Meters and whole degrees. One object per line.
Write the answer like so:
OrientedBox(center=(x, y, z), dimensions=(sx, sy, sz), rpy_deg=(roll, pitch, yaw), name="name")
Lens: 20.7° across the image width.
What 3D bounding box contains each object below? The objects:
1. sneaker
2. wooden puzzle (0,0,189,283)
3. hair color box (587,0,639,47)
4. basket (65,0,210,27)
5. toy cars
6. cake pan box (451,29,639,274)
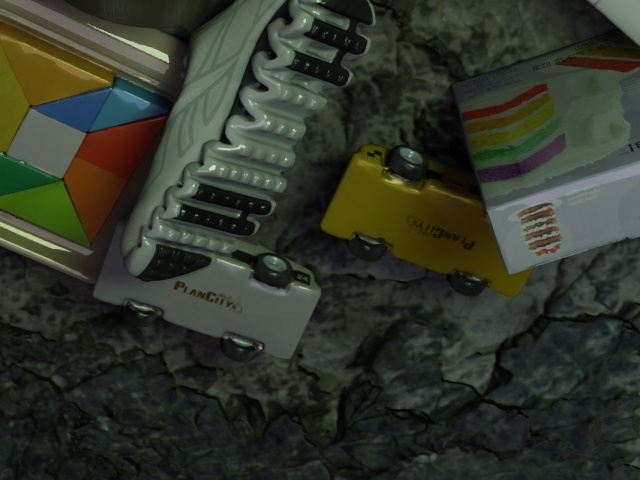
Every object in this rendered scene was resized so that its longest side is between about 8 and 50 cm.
OrientedBox(center=(-0.076, -0.098, 1.408), dimensions=(0.292, 0.118, 0.110), rpy_deg=(-56, 146, 8), name="sneaker")
OrientedBox(center=(-0.229, -0.092, 1.468), dimensions=(0.221, 0.044, 0.238), rpy_deg=(24, 116, -15), name="wooden puzzle")
OrientedBox(center=(0.188, -0.317, 1.323), dimensions=(0.347, 0.105, 0.174), rpy_deg=(37, 112, -21), name="hair color box")
OrientedBox(center=(-0.125, -0.288, 1.305), dimensions=(0.204, 0.154, 0.227), rpy_deg=(15, 122, -3), name="basket")
OrientedBox(center=(0.000, 0.000, 1.511), dimensions=(0.394, 0.087, 0.176), rpy_deg=(-16, 120, 10), name="toy cars")
OrientedBox(center=(0.247, -0.091, 1.375), dimensions=(0.267, 0.246, 0.070), rpy_deg=(-17, 119, 8), name="cake pan box")
